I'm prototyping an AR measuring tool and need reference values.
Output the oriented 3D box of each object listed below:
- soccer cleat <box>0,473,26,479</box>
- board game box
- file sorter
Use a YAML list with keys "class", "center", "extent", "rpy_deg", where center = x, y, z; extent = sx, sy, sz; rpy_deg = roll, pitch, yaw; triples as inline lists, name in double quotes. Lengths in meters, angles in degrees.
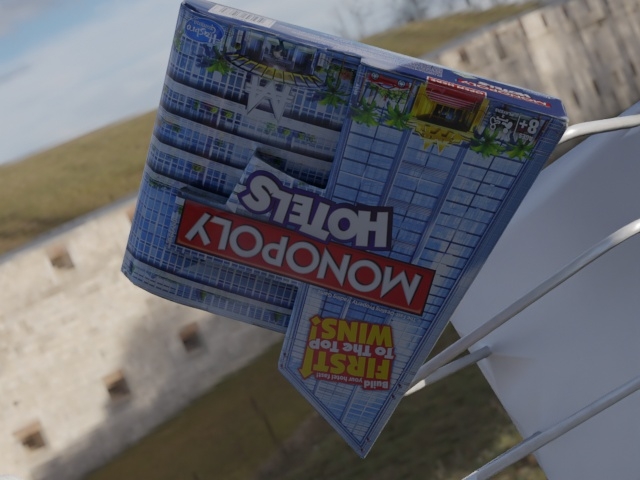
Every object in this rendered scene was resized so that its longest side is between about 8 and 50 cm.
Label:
- class: "soccer cleat"
  center: [-0.184, 0.243, 0.897]
  extent: [0.068, 0.196, 0.076]
  rpy_deg: [-28, -18, 15]
- class: "board game box"
  center: [0.000, 0.000, 0.703]
  extent: [0.194, 0.194, 0.060]
  rpy_deg: [15, 17, 1]
- class: "file sorter"
  center: [0.165, 0.086, 0.806]
  extent: [0.193, 0.278, 0.173]
  rpy_deg: [-37, -13, 28]
